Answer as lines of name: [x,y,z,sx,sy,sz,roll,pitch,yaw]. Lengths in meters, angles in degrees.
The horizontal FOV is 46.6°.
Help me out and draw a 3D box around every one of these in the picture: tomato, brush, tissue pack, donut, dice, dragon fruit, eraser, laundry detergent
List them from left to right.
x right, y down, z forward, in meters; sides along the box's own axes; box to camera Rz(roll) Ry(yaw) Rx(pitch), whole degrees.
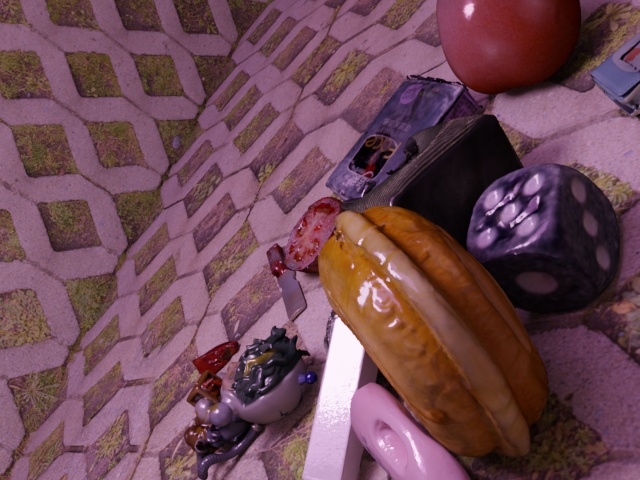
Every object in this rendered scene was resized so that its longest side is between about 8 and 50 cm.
dragon fruit: [-0.280,0.303,1.983,0.131,0.063,0.097,-27,37,41]
brush: [-0.096,0.098,1.957,0.060,0.050,0.321,-43,29,11]
tomato: [0.002,0.000,1.874,0.225,0.085,0.225,-38,34,31]
eraser: [0.045,0.296,1.361,0.078,0.076,0.298,3,72,30]
tissue pack: [0.196,-0.219,1.790,0.361,0.122,0.259,-52,30,-2]
laundry detergent: [0.159,0.349,1.143,0.088,0.159,0.335,-29,28,-15]
donut: [0.163,0.134,1.120,0.198,0.449,0.449,-35,27,-5]
tomato: [0.388,-0.477,1.576,0.321,0.321,0.321,-38,30,27]
dice: [0.358,-0.002,1.198,0.181,0.182,0.183,-19,44,47]

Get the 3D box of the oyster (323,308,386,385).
oyster: [0.102,0.182,1.493,0.268,0.112,0.198,-49,47,-9]

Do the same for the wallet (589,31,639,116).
wallet: [0.617,-0.342,1.320,0.250,0.075,0.176,-43,22,19]

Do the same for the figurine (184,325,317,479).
figurine: [-0.169,0.338,1.644,0.382,0.186,0.261,-42,17,34]

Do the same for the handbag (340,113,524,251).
handbag: [0.212,-0.075,1.433,0.340,0.247,0.240,-44,23,-21]
